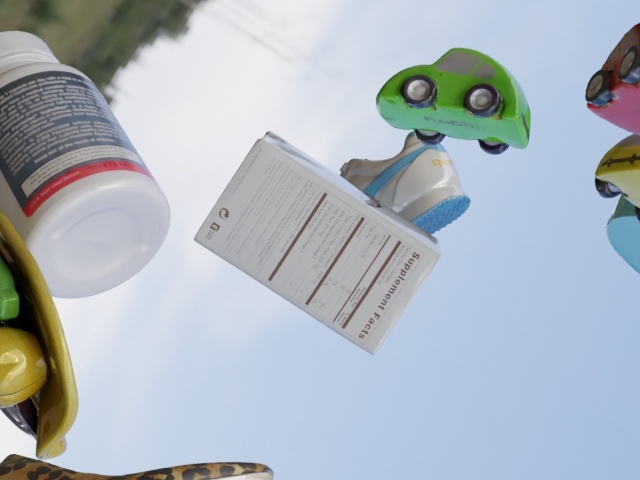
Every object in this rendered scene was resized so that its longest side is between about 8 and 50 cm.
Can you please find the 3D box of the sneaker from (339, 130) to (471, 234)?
[{"bbox_3d":[0.039,-0.026,1.808,0.228,0.087,0.092,-29,-109,24],"label":"sneaker"}]

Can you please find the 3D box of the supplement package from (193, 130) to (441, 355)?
[{"bbox_3d":[0.000,0.000,1.524,0.105,0.179,0.105,-57,-178,7],"label":"supplement package"}]

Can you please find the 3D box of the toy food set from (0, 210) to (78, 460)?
[{"bbox_3d":[-0.208,0.052,1.094,0.218,0.071,0.128,-136,-144,-56],"label":"toy food set"}]

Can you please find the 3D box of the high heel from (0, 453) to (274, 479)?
[{"bbox_3d":[-0.180,0.212,1.628,0.261,0.093,0.186,-22,-145,-3],"label":"high heel"}]

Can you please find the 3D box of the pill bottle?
[{"bbox_3d":[-0.186,-0.058,1.238,0.108,0.108,0.180,-51,-128,23],"label":"pill bottle"}]

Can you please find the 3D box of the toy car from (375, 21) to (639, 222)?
[{"bbox_3d":[0.145,-0.082,1.114,0.239,0.225,0.053,61,43,-63],"label":"toy car"}]

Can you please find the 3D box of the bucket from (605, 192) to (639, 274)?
[{"bbox_3d":[0.422,-0.036,1.753,0.183,0.281,0.281,-61,-163,-13],"label":"bucket"}]
